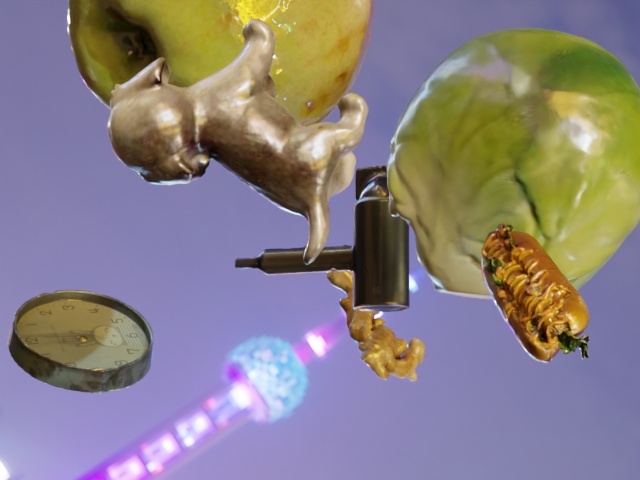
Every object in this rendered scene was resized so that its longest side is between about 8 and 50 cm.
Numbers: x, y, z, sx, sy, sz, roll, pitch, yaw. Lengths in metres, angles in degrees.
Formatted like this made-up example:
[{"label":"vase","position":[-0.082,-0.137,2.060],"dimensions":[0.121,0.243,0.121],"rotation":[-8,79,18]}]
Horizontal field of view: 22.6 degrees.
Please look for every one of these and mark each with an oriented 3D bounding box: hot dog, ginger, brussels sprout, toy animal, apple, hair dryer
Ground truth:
[{"label":"hot dog","position":[0.197,0.049,1.511],"dimensions":[0.055,0.072,0.188],"rotation":[39,13,-33]},{"label":"ginger","position":[0.081,0.121,2.359],"dimensions":[0.193,0.176,0.052],"rotation":[34,-57,-9]},{"label":"brussels sprout","position":[0.244,-0.085,1.895],"dimensions":[0.344,0.344,0.268],"rotation":[42,12,34]},{"label":"toy animal","position":[-0.071,-0.098,1.460],"dimensions":[0.233,0.169,0.121],"rotation":[28,-29,3]},{"label":"apple","position":[-0.117,-0.247,1.741],"dimensions":[0.338,0.305,0.338],"rotation":[21,-42,20]},{"label":"hair dryer","position":[0.000,0.000,2.170],"dimensions":[0.078,0.248,0.196],"rotation":[30,58,-70]}]

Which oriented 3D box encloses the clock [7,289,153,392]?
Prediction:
[{"label":"clock","position":[-0.352,0.145,2.364],"dimensions":[0.215,0.215,0.042],"rotation":[40,-52,38]}]
